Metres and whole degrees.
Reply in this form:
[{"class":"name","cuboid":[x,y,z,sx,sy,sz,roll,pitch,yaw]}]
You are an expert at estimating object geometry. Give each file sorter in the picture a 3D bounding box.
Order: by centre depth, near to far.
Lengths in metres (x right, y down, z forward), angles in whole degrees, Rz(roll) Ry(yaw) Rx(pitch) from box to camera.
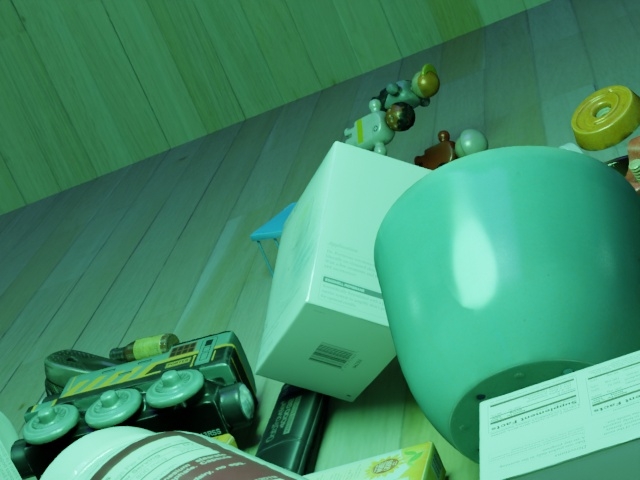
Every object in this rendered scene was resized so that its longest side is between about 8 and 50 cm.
[{"class":"file sorter","cuboid":[0.000,0.000,2.301,0.170,0.104,0.118,-8,23,44]}]

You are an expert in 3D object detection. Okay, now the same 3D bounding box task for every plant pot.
[{"class":"plant pot","cuboid":[0.206,0.091,1.445,0.293,0.293,0.235,-19,44,16]}]

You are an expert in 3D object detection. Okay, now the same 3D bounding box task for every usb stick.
[{"class":"usb stick","cuboid":[-0.036,0.236,1.728,0.077,0.045,0.278,-26,15,17]}]

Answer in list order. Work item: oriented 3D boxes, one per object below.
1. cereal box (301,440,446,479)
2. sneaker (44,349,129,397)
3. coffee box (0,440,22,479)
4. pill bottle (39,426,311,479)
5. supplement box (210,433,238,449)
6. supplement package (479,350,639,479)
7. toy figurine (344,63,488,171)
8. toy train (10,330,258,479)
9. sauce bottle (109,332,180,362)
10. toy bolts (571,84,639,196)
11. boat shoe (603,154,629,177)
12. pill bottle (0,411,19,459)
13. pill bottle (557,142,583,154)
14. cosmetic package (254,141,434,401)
[{"class":"cereal box","cuboid":[0.004,0.296,1.479,0.240,0.047,0.173,-19,18,20]},{"class":"sneaker","cuboid":[-0.284,0.240,2.011,0.227,0.130,0.087,11,22,14]},{"class":"coffee box","cuboid":[-0.485,0.369,1.412,0.338,0.338,0.334,-7,24,44]},{"class":"pill bottle","cuboid":[-0.098,0.296,1.264,0.224,0.224,0.392,-33,23,-27]},{"class":"supplement box","cuboid":[-0.199,0.299,1.698,0.233,0.078,0.080,-17,18,25]},{"class":"supplement package","cuboid":[0.280,0.202,1.113,0.262,0.204,0.145,-20,16,13]},{"class":"toy figurine","cuboid":[0.165,-0.168,2.407,0.148,0.209,0.213,-24,14,38]},{"class":"toy train","cuboid":[-0.234,0.225,1.846,0.334,0.142,0.190,-17,21,15]},{"class":"sauce bottle","cuboid":[-0.280,0.174,2.258,0.128,0.042,0.042,-11,21,33]},{"class":"toy bolts","cuboid":[0.399,-0.069,1.832,0.218,0.158,0.228,-51,32,-17]},{"class":"boat shoe","cuboid":[0.355,-0.048,1.999,0.302,0.109,0.098,-14,-20,31]},{"class":"pill bottle","cuboid":[-0.559,0.320,1.997,0.264,0.153,0.153,-15,19,30]},{"class":"pill bottle","cuboid":[0.326,-0.086,2.153,0.152,0.086,0.086,-28,17,-14]},{"class":"cosmetic package","cuboid":[0.028,0.041,1.729,0.224,0.138,0.225,124,161,-57]}]
